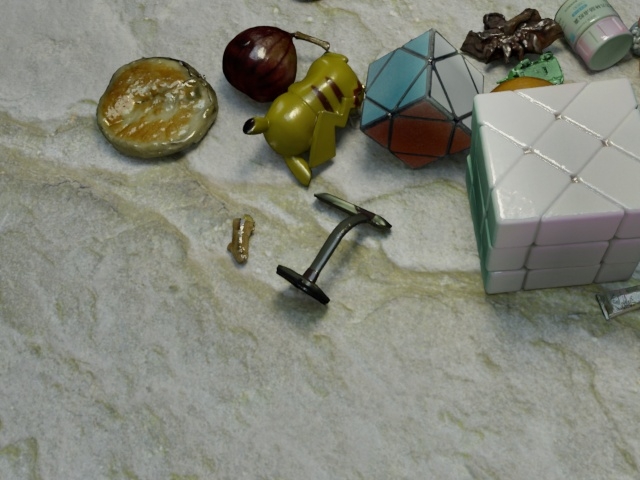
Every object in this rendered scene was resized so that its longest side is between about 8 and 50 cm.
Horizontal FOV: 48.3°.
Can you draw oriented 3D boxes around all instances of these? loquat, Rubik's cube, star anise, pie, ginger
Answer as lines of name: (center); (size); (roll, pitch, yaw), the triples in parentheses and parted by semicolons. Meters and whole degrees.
loquat: (0.474, -0.288, 1.664); (0.234, 0.176, 0.187); (-1, 44, 4)
Rubik's cube: (0.238, -0.320, 1.649); (0.205, 0.207, 0.205); (-21, 50, 43)
star anise: (0.489, -0.532, 1.824); (0.220, 0.099, 0.214); (-33, 49, -11)
Rubik's cube: (0.482, -0.104, 1.475); (0.318, 0.316, 0.322); (-6, 59, 5)
pie: (-0.428, -0.350, 1.877); (0.338, 0.077, 0.339); (-2, 64, 4)
ginger: (-0.186, -0.010, 1.672); (0.057, 0.044, 0.137); (10, 63, -7)

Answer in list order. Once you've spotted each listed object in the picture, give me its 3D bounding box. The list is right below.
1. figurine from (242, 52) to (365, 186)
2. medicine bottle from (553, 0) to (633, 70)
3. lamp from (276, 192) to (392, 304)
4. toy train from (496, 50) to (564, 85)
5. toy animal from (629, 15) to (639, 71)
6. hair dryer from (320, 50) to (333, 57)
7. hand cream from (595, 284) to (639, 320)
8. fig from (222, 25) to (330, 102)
figurine: (-0.022, -0.300, 1.745); (0.326, 0.218, 0.169); (-43, 23, -8)
medicine bottle: (0.682, -0.525, 1.784); (0.135, 0.135, 0.169); (-21, 62, -4)
lamp: (0.000, -0.006, 1.602); (0.203, 0.125, 0.283); (26, 65, 31)
toy train: (0.524, -0.400, 1.768); (0.149, 0.081, 0.099); (-23, 90, -17)
toy animal: (0.874, -0.480, 1.698); (0.221, 0.210, 0.229); (-12, 24, 7)
hair dryer: (0.051, -0.433, 1.880); (0.150, 0.047, 0.071); (34, 74, 12)
hand cream: (0.655, 0.121, 1.489); (0.143, 0.039, 0.061); (-17, 67, 9)
fig: (-0.132, -0.484, 1.838); (0.203, 0.186, 0.250); (32, 81, 41)
